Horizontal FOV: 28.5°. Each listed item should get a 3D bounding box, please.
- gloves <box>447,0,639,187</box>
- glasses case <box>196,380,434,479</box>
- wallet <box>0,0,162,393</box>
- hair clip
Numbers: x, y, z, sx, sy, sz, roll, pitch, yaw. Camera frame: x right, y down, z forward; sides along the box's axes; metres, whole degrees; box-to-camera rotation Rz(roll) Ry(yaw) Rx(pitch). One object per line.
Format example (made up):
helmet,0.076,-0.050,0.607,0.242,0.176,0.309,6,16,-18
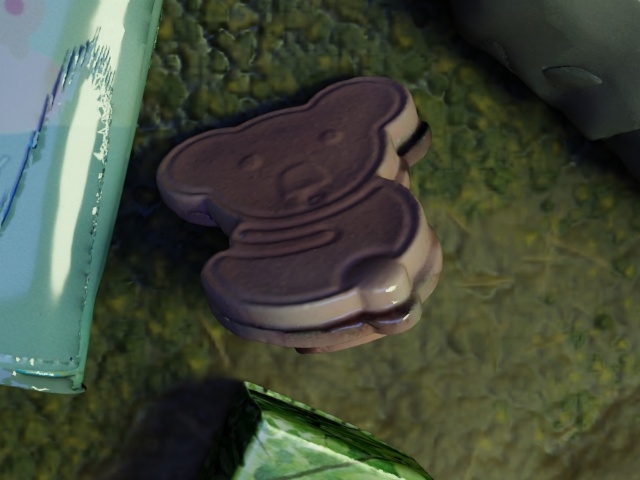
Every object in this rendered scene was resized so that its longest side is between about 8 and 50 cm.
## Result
gloves,0.115,-0.123,0.534,0.119,0.142,0.285,-43,102,-31
glasses case,-0.051,0.208,0.578,0.095,0.062,0.272,26,93,-17
wallet,-0.157,-0.073,0.521,0.176,0.075,0.251,12,94,-14
hair clip,-0.004,-0.011,0.523,0.123,0.138,0.102,-18,94,1
